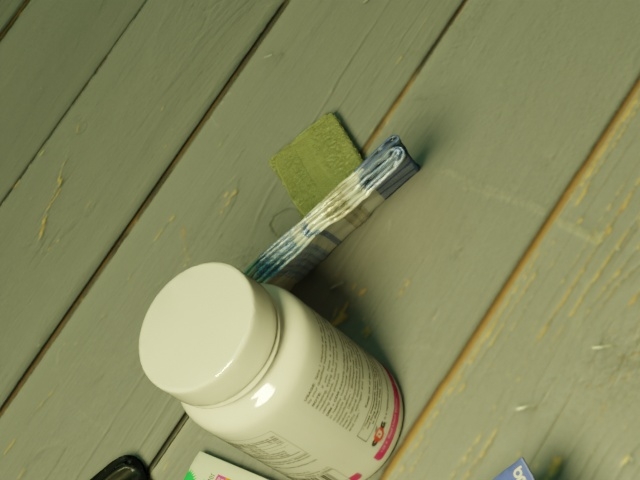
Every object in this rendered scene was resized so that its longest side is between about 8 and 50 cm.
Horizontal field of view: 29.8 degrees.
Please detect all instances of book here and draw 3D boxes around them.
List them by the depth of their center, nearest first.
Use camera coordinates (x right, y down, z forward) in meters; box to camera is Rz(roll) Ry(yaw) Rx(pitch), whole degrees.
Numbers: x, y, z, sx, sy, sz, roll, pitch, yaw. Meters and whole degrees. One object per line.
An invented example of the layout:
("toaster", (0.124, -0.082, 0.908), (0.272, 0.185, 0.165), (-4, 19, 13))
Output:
("book", (-0.103, 0.302, 1.345), (0.144, 0.035, 0.096), (12, 67, 40))

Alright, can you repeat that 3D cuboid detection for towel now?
("towel", (0.000, 0.000, 1.355), (0.285, 0.209, 0.034), (-43, 81, 4))
("towel", (0.002, -0.088, 1.506), (0.110, 0.027, 0.148), (-39, 47, 8))

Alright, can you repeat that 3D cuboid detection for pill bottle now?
("pill bottle", (-0.046, 0.141, 1.228), (0.160, 0.283, 0.160), (-17, 55, 26))

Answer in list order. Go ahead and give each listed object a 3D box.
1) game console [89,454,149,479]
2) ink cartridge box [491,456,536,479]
("game console", (-0.336, 0.406, 1.435), (0.361, 0.044, 0.213), (-40, 50, 8))
("ink cartridge box", (0.123, 0.362, 1.095), (0.311, 0.065, 0.186), (-45, 47, 21))
